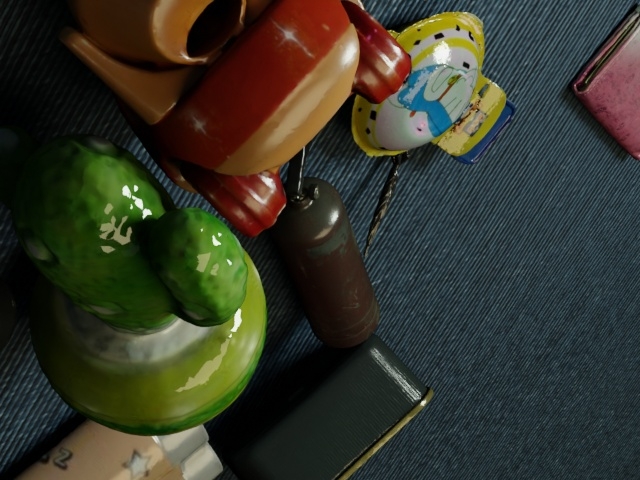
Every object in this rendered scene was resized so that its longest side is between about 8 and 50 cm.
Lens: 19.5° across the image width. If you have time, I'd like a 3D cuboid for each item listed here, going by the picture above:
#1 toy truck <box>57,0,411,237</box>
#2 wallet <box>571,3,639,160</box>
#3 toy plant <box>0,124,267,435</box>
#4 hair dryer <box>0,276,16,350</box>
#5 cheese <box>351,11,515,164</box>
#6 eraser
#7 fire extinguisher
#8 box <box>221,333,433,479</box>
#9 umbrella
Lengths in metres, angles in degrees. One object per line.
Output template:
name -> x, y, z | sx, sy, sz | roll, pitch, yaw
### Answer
toy truck -> -0.080, -0.147, 1.322 | 0.189, 0.239, 0.265 | -46, -168, -1
wallet -> 0.343, -0.164, 1.984 | 0.119, 0.025, 0.232 | -51, 151, 4
toy plant -> -0.143, 0.015, 1.367 | 0.184, 0.224, 0.316 | -53, 164, -19
hair dryer -> -0.330, 0.108, 1.395 | 0.219, 0.071, 0.124 | -51, 151, 21
cheese -> 0.107, -0.129, 1.674 | 0.156, 0.064, 0.250 | -52, 148, 10
eraser -> -0.229, 0.256, 1.680 | 0.290, 0.087, 0.171 | -39, 152, -14
fire extinguisher -> 0.000, 0.000, 1.693 | 0.268, 0.072, 0.089 | 69, 31, -58
box -> 0.002, 0.182, 1.834 | 0.201, 0.090, 0.144 | -41, -174, -8
umbrella -> 0.064, -0.054, 1.733 | 0.022, 0.022, 0.149 | 22, 92, -47
